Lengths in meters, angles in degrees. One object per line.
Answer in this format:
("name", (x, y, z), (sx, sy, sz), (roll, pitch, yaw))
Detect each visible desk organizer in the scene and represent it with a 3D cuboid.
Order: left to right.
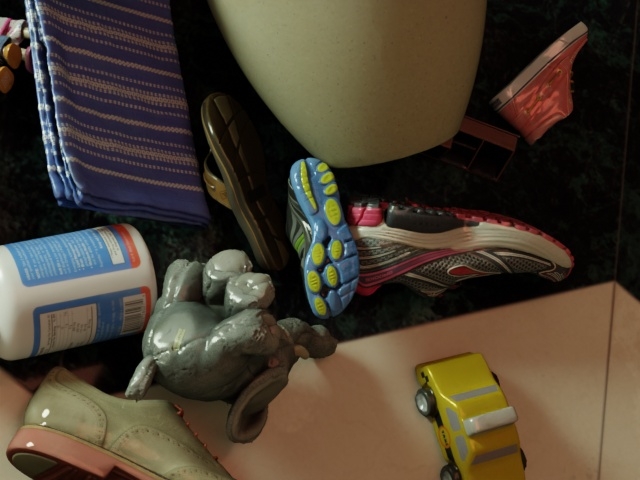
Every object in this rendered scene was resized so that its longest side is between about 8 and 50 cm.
("desk organizer", (0.176, -0.122, 2.098), (0.130, 0.047, 0.050), (19, 68, -14))

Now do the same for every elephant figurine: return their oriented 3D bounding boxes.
("elephant figurine", (-0.089, 0.134, 1.839), (0.186, 0.239, 0.169), (-11, 55, 9))

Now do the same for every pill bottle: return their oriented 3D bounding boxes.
("pill bottle", (-0.297, 0.059, 1.802), (0.221, 0.124, 0.124), (-10, 76, -25))

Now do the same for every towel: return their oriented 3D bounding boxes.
("towel", (-0.227, -0.180, 1.901), (0.243, 0.040, 0.336), (10, 64, -53))

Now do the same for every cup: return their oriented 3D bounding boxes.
("cup", (0.052, -0.220, 1.963), (0.331, 0.331, 0.237), (-21, 105, -26))

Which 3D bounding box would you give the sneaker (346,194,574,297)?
("sneaker", (0.161, 0.017, 2.017), (0.299, 0.121, 0.112), (7, 98, -20))

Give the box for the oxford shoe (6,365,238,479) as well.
("oxford shoe", (-0.150, 0.235, 1.801), (0.348, 0.123, 0.130), (25, 59, -13))

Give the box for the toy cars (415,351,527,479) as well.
("toy cars", (0.146, 0.301, 1.911), (0.176, 0.087, 0.393), (28, 64, -10))

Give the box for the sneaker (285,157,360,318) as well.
("sneaker", (0.000, 0.000, 1.945), (0.067, 0.078, 0.188), (-7, 73, -14))

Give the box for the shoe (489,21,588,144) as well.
("shoe", (0.300, -0.201, 2.169), (0.081, 0.063, 0.178), (48, 67, -2))

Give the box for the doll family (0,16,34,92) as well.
("doll family", (-0.417, -0.180, 1.827), (0.163, 0.118, 0.263), (12, 63, 17))

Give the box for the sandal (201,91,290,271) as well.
("sandal", (-0.098, -0.064, 1.962), (0.090, 0.060, 0.219), (-29, 99, -61))
